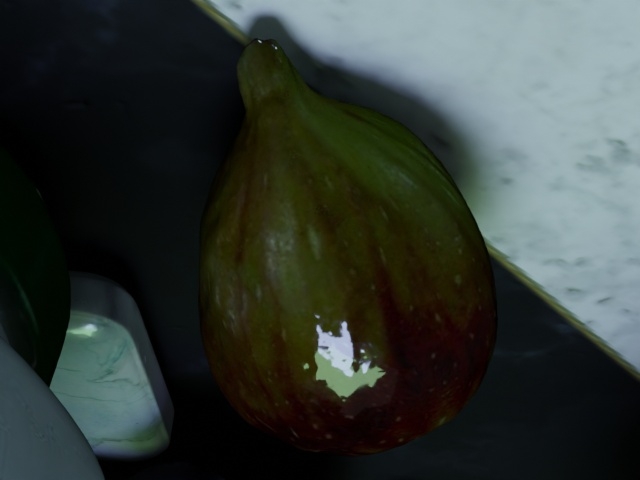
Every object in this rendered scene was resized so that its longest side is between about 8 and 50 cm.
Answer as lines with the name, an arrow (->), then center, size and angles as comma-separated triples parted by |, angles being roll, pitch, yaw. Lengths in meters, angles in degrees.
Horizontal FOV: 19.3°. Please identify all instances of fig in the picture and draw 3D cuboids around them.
fig -> 0.000, 0.000, 0.644 | 0.109, 0.103, 0.154 | -13, 115, 28

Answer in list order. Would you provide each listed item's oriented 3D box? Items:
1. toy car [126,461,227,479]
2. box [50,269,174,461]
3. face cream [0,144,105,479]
toy car -> -0.116, 0.202, 0.844 | 0.248, 0.198, 0.204 | 7, 165, -5
box -> -0.210, 0.048, 0.809 | 0.285, 0.044, 0.142 | 3, 152, 7
face cream -> -0.215, 0.116, 0.580 | 0.313, 0.357, 0.219 | 2, 129, 7
